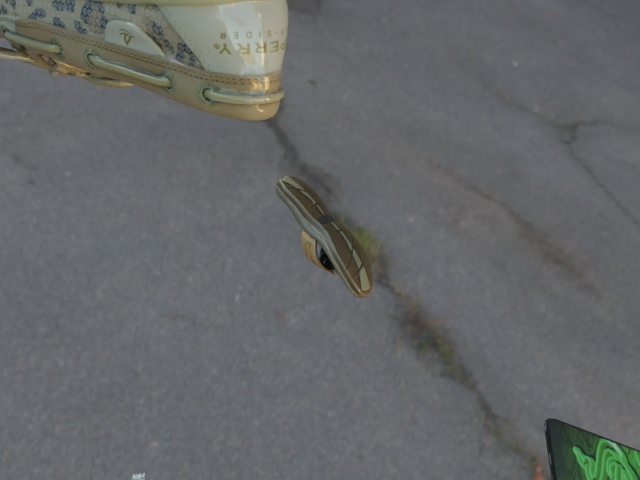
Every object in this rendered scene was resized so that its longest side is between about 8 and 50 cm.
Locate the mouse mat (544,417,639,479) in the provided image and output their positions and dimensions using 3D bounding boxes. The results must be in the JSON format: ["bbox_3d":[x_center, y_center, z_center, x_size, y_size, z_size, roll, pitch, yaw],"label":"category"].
[{"bbox_3d":[0.235,0.209,0.769,0.153,0.007,0.189,21,29,-7],"label":"mouse mat"}]

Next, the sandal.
[{"bbox_3d":[0.000,0.000,1.290,0.180,0.049,0.072,51,25,15],"label":"sandal"}]

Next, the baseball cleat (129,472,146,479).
[{"bbox_3d":[-0.100,0.257,0.890,0.206,0.072,0.109,6,38,5],"label":"baseball cleat"}]

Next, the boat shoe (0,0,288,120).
[{"bbox_3d":[-0.121,-0.119,0.610,0.104,0.089,0.285,-15,18,-34],"label":"boat shoe"}]
